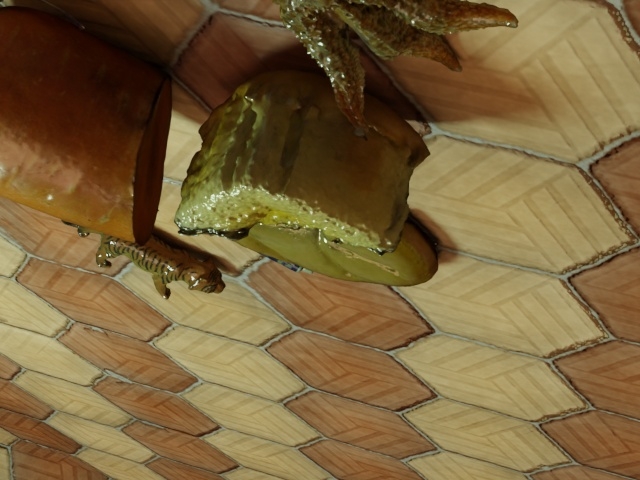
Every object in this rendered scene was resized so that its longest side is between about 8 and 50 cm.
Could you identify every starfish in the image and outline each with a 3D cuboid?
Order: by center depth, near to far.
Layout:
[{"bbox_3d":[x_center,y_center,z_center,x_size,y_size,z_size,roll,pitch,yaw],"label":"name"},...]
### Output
[{"bbox_3d":[0.003,-0.200,1.051,0.293,0.084,0.301,34,148,-25],"label":"starfish"}]

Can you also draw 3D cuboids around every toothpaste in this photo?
[{"bbox_3d":[-0.070,0.010,1.600,0.140,0.021,0.037,27,147,-10],"label":"toothpaste"}]

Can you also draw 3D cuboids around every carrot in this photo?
[{"bbox_3d":[-0.289,-0.136,1.254,0.331,0.193,0.214,22,145,-13],"label":"carrot"}]

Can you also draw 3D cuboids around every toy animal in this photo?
[{"bbox_3d":[-0.246,0.016,1.714,0.241,0.057,0.099,29,147,-14],"label":"toy animal"}]

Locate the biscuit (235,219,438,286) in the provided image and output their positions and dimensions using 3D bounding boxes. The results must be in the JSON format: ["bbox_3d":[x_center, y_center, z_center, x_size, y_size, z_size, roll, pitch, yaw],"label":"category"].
[{"bbox_3d":[0.000,0.002,1.505,0.299,0.045,0.154,9,154,24],"label":"biscuit"}]

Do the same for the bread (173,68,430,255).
[{"bbox_3d":[-0.036,-0.088,1.190,0.252,0.174,0.133,8,155,22],"label":"bread"}]
